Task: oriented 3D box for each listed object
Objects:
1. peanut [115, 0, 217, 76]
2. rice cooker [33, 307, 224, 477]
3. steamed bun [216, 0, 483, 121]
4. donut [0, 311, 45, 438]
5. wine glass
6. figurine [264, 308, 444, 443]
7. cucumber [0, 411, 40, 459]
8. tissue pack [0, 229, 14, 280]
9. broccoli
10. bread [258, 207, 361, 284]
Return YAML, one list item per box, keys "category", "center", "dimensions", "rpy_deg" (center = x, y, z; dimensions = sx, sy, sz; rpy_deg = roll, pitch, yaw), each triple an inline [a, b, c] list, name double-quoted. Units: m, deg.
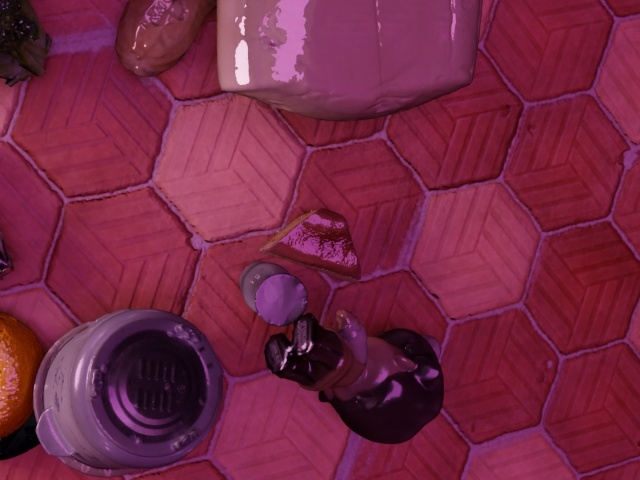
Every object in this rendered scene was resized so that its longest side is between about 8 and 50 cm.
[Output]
- category: "peanut"
  center: [-0.238, -0.405, 1.400]
  dimensions: [0.130, 0.130, 0.290]
  rpy_deg: [34, 85, -13]
- category: "rice cooker"
  center: [-0.312, 0.245, 1.360]
  dimensions: [0.317, 0.317, 0.264]
  rpy_deg: [-30, 93, -9]
- category: "steamed bun"
  center: [0.039, -0.385, 1.380]
  dimensions: [0.456, 0.290, 0.371]
  rpy_deg: [-3, 102, -28]
- category: "donut"
  center: [-0.587, 0.222, 1.387]
  dimensions: [0.254, 0.118, 0.253]
  rpy_deg: [0, 89, 3]
- category: "wine glass"
  center: [-0.087, 0.085, 1.438]
  dimensions: [0.093, 0.202, 0.092]
  rpy_deg: [-1, 95, -16]
- category: "figurine"
  center: [0.056, 0.216, 1.455]
  dimensions: [0.365, 0.206, 0.218]
  rpy_deg: [36, 105, -32]
- category: "cucumber"
  center: [-0.486, 0.303, 1.450]
  dimensions: [0.070, 0.046, 0.220]
  rpy_deg: [33, 87, -21]
- category: "tissue pack"
  center: [-0.686, 0.018, 1.328]
  dimensions: [0.333, 0.123, 0.244]
  rpy_deg: [-26, 89, -9]
- category: "broccoli"
  center: [-0.554, -0.321, 1.281]
  dimensions: [0.275, 0.308, 0.307]
  rpy_deg: [30, 87, -51]
- category: "bread"
  center: [0.000, 0.000, 1.519]
  dimensions: [0.193, 0.067, 0.119]
  rpy_deg: [20, 98, -13]
